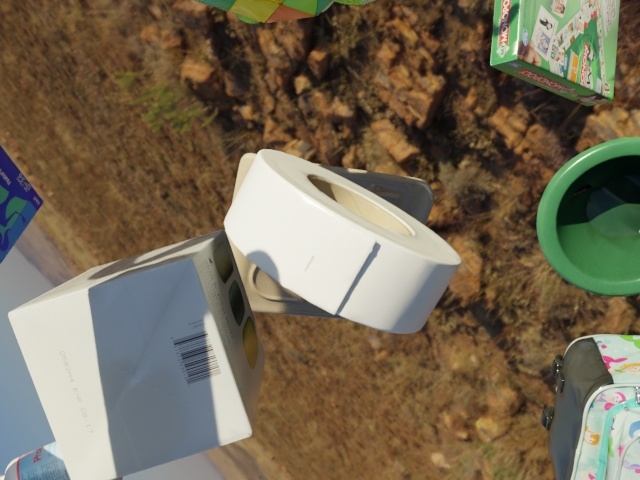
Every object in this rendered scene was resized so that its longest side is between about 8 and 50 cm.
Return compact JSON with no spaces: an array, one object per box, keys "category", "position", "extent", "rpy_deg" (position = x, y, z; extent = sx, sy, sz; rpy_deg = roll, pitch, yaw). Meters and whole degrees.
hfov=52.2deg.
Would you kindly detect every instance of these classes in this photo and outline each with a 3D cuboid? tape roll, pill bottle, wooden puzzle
[{"category":"tape roll","position":[0.028,-0.004,0.809],"extent":[0.286,0.100,0.286],"rpy_deg":[28,-166,-7]},{"category":"pill bottle","position":[-0.348,0.310,0.848],"extent":[0.087,0.160,0.087],"rpy_deg":[159,90,-77]},{"category":"wooden puzzle","position":[0.000,0.000,1.216],"extent":[0.081,0.347,0.322],"rpy_deg":[-99,20,-58]}]

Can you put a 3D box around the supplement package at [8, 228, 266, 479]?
[{"category":"supplement package","position":[-0.192,0.118,0.782],"extent":[0.263,0.197,0.199],"rpy_deg":[-103,-5,-82]}]

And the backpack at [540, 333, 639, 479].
[{"category":"backpack","position":[0.413,0.226,0.753],"extent":[0.191,0.253,0.225],"rpy_deg":[-93,0,-60]}]

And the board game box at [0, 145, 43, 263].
[{"category":"board game box","position":[-0.300,0.001,0.449],"extent":[0.047,0.210,0.160],"rpy_deg":[12,148,17]}]

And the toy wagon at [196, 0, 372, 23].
[{"category":"toy wagon","position":[-0.049,-0.326,0.722],"extent":[0.267,0.344,0.068],"rpy_deg":[-20,63,60]}]

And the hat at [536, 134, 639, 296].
[{"category":"hat","position":[0.359,-0.046,0.788],"extent":[0.173,0.208,0.183],"rpy_deg":[61,-163,-4]}]

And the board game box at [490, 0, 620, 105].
[{"category":"board game box","position":[0.327,-0.363,0.879],"extent":[0.046,0.213,0.318],"rpy_deg":[-1,82,55]}]
